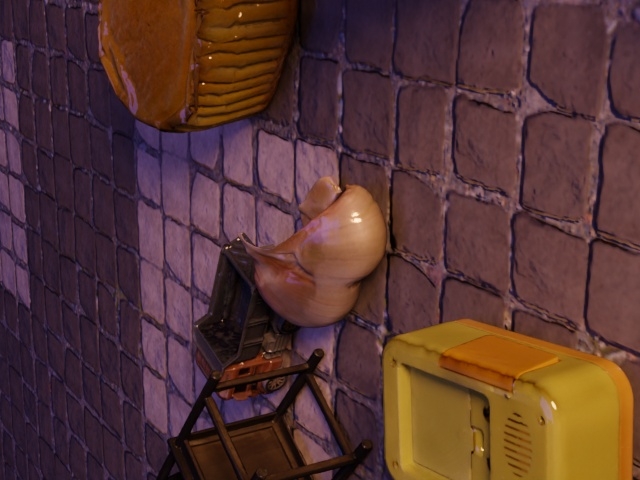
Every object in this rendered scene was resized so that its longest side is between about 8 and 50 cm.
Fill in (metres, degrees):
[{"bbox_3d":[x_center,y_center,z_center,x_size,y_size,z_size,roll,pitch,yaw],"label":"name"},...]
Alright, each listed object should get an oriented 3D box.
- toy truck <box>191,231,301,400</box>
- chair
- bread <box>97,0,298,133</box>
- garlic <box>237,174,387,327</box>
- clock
[{"bbox_3d":[-0.079,0.088,1.192,0.083,0.092,0.192,50,137,38],"label":"toy truck"},{"bbox_3d":[-0.078,0.248,1.181,0.141,0.155,0.260,61,142,29],"label":"chair"},{"bbox_3d":[-0.131,-0.246,1.133,0.227,0.143,0.253,52,138,35],"label":"bread"},{"bbox_3d":[-0.001,0.011,1.050,0.124,0.099,0.174,54,141,12],"label":"garlic"},{"bbox_3d":[0.142,0.147,0.856,0.202,0.096,0.143,15,109,54],"label":"clock"}]
